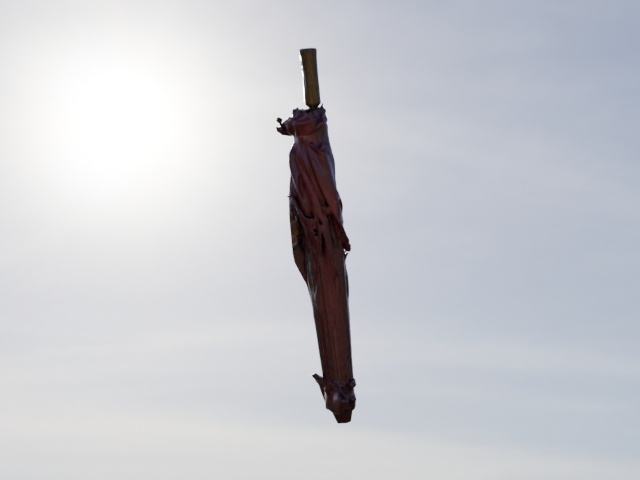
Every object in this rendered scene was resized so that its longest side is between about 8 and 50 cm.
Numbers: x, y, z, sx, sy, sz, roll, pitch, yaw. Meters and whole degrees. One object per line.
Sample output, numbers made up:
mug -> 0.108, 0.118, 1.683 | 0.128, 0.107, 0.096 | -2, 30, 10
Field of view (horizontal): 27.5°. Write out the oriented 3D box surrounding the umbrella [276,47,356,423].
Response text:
umbrella -> 0.000, 0.000, 0.566 | 0.027, 0.165, 0.025 | 0, 11, 34
